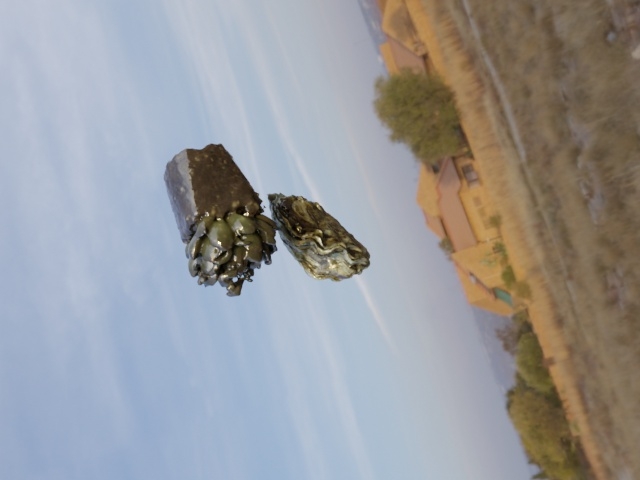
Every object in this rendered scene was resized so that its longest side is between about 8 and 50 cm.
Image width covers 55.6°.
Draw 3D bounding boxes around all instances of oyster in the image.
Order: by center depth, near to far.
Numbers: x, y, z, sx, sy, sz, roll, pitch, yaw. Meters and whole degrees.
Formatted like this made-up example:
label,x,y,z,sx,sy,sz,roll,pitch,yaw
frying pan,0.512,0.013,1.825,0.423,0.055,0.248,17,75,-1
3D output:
label,x,y,z,sx,sy,sz,roll,pitch,yaw
oyster,0.000,0.000,0.696,0.177,0.064,0.125,33,-159,-46

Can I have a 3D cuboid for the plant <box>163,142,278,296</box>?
label,x,y,z,sx,sy,sz,roll,pitch,yaw
plant,-0.098,-0.018,0.588,0.143,0.092,0.094,64,146,16
